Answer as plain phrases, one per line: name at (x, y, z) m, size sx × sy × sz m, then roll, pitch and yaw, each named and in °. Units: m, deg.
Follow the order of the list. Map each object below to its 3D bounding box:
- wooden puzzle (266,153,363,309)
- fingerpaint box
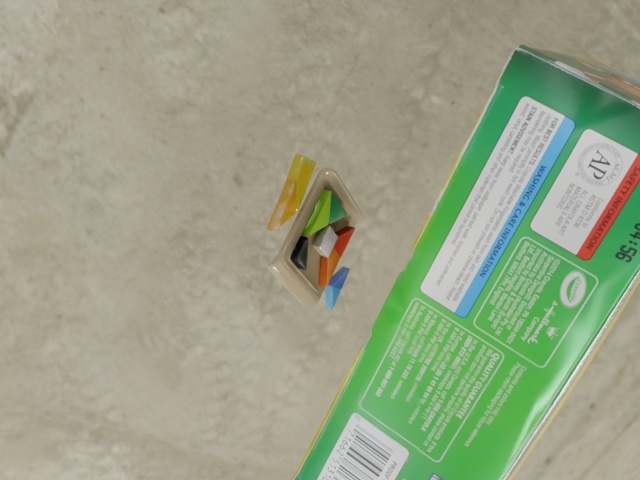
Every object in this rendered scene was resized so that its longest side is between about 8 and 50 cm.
wooden puzzle at (0.000, 0.000, 0.490) m, size 0.079 × 0.014 × 0.116 m, roll -64°, pitch 150°, yaw -8°
fingerpaint box at (0.195, 0.057, 0.763) m, size 0.371 × 0.163 × 0.445 m, roll -20°, pitch 139°, yaw -61°
